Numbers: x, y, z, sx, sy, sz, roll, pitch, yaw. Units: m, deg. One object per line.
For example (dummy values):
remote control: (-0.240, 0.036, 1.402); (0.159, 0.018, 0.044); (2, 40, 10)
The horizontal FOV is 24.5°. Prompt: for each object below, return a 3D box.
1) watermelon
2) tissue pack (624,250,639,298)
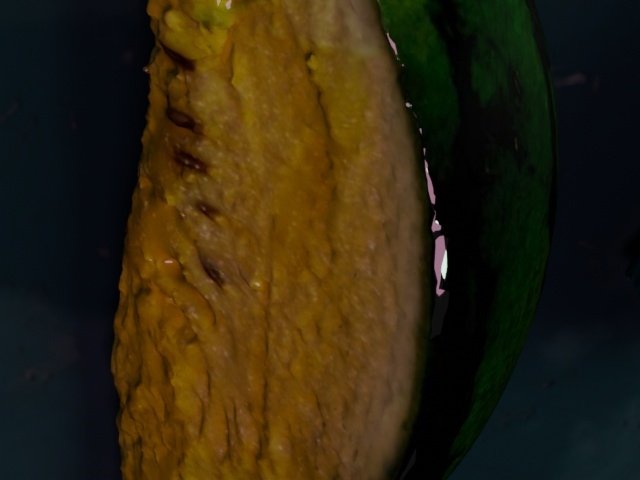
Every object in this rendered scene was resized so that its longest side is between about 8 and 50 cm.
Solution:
watermelon: (0.000, 0.000, 0.428); (0.129, 0.123, 0.301); (19, 126, 15)
tissue pack: (0.184, -0.003, 0.428); (0.082, 0.120, 0.169); (25, 115, -29)
